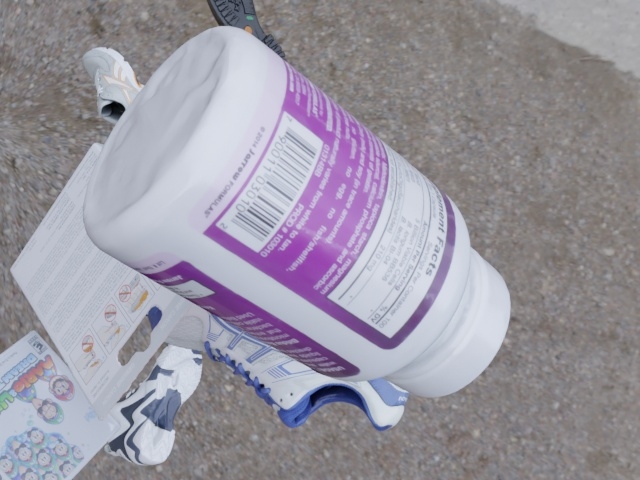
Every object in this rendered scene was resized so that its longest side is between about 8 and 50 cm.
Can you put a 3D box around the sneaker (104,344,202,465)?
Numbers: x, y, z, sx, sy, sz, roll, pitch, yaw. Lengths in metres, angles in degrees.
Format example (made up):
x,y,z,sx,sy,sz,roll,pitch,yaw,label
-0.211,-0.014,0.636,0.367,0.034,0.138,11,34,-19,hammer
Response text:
x,y,z,sx,sy,sz,roll,pitch,yaw,label
-0.304,0.273,1.357,0.094,0.153,0.235,40,50,-42,sneaker

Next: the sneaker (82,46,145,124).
x,y,z,sx,sy,sz,roll,pitch,yaw,label
-0.463,-0.331,1.735,0.121,0.262,0.099,-33,155,-36,sneaker

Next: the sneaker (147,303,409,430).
x,y,z,sx,sy,sz,roll,pitch,yaw,label
-0.050,0.121,0.810,0.296,0.112,0.131,5,68,14,sneaker

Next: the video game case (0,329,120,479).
x,y,z,sx,sy,sz,roll,pitch,yaw,label
-0.295,0.184,0.788,0.143,0.019,0.157,50,32,-5,video game case

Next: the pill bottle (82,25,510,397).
x,y,z,sx,sy,sz,roll,pitch,yaw,label
0.000,0.000,0.568,0.301,0.169,0.169,35,83,-32,pill bottle

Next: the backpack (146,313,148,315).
x,y,z,sx,sy,sz,roll,pitch,yaw,label
-0.336,0.055,1.511,0.115,0.152,0.182,-32,84,18,backpack

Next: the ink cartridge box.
x,y,z,sx,sy,sz,roll,pitch,yaw,label
-0.208,0.038,0.791,0.181,0.225,0.056,-52,151,14,ink cartridge box

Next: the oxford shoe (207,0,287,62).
x,y,z,sx,sy,sz,roll,pitch,yaw,label
-0.155,-0.378,1.396,0.083,0.096,0.227,-31,96,-32,oxford shoe
